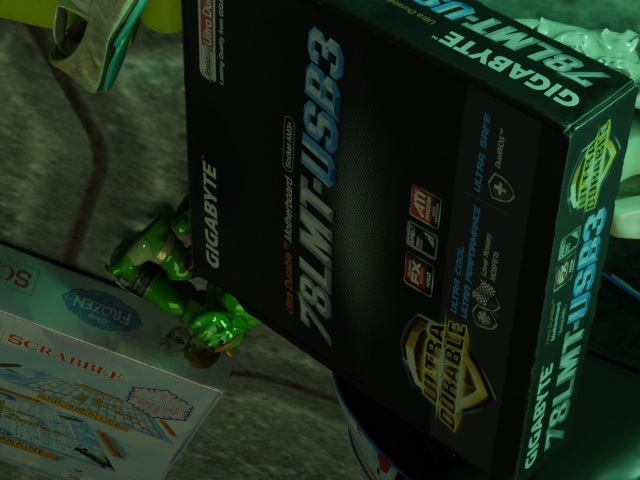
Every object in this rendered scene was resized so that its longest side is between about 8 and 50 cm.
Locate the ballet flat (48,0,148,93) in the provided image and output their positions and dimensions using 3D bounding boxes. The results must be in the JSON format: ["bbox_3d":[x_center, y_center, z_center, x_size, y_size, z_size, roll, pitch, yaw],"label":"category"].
[{"bbox_3d":[-0.137,-0.141,1.121,0.052,0.057,0.168,28,150,-6],"label":"ballet flat"}]

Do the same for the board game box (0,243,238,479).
[{"bbox_3d":[-0.267,0.120,1.674,0.319,0.066,0.318,21,148,-9],"label":"board game box"}]

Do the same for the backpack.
[{"bbox_3d":[0.146,0.124,1.326,0.263,0.276,0.213,46,159,26],"label":"backpack"}]

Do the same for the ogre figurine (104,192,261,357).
[{"bbox_3d":[-0.083,0.023,1.427,0.118,0.097,0.197,45,126,-13],"label":"ogre figurine"}]

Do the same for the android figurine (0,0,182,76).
[{"bbox_3d":[-0.195,-0.204,1.150,0.248,0.056,0.273,14,150,2],"label":"android figurine"}]

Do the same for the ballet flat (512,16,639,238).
[{"bbox_3d":[0.166,-0.062,1.142,0.409,0.147,0.147,2,146,21],"label":"ballet flat"}]

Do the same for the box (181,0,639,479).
[{"bbox_3d":[0.038,-0.031,1.122,0.293,0.073,0.295,32,139,28],"label":"box"}]
